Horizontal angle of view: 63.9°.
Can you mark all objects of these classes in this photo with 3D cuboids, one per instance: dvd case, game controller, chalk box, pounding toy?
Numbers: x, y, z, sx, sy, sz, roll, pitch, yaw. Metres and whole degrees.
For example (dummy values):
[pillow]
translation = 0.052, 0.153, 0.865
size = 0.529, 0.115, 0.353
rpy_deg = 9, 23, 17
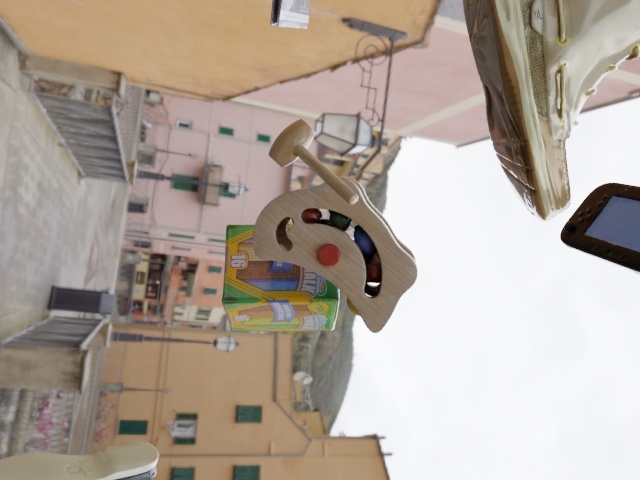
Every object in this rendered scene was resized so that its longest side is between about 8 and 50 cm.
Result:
[dvd case]
translation = -0.031, -0.434, 0.761
size = 0.164, 0.018, 0.221
rpy_deg = -57, 159, -66
[game controller]
translation = 0.603, -0.025, 0.981
size = 0.166, 0.067, 0.319
rpy_deg = -62, -162, 6
[chalk box]
translation = -0.035, 0.060, 0.792
size = 0.132, 0.213, 0.131
rpy_deg = 92, -2, -60
[pounding toy]
translation = 0.000, 0.000, 0.633
size = 0.154, 0.269, 0.155
rpy_deg = -38, 180, 11

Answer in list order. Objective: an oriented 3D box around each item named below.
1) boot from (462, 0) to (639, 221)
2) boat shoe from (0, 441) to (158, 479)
[boot]
translation = 0.265, -0.162, 0.496
size = 0.095, 0.204, 0.261
rpy_deg = -107, 176, -71
[boat shoe]
translation = -0.193, 0.186, 0.391
size = 0.049, 0.133, 0.041
rpy_deg = 28, -73, 54
